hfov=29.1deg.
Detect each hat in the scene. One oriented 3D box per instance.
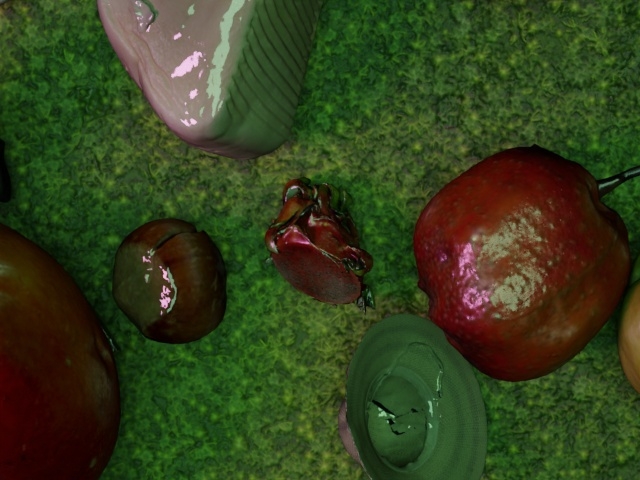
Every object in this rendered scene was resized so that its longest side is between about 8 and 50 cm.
[{"bbox_3d":[0.084,0.222,1.496,0.110,0.252,0.252,-20,93,44],"label":"hat"}]

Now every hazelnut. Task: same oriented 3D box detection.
[{"bbox_3d":[-0.178,0.050,1.489,0.143,0.143,0.154,-26,76,2],"label":"hazelnut"}]

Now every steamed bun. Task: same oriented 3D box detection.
[{"bbox_3d":[-0.119,-0.300,1.421,0.236,0.247,0.383,19,93,20],"label":"steamed bun"}]

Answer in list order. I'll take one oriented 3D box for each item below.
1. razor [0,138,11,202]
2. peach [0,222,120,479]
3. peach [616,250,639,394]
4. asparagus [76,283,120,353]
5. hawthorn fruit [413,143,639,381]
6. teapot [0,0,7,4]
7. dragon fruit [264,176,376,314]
[{"bbox_3d":[-0.469,-0.103,1.385,0.189,0.327,0.107,-9,75,0],"label":"razor"},{"bbox_3d":[-0.405,0.162,1.367,0.335,0.310,0.405,-23,118,-1],"label":"peach"},{"bbox_3d":[0.503,0.085,1.405,0.316,0.314,0.281,21,64,-10],"label":"peach"},{"bbox_3d":[-0.286,0.093,1.546,0.014,0.015,0.114,-34,90,36],"label":"asparagus"},{"bbox_3d":[0.257,0.007,1.416,0.300,0.254,0.254,-33,92,13],"label":"hawthorn fruit"},{"bbox_3d":[-0.407,-0.355,1.481,0.246,0.116,0.159,-1,80,3],"label":"teapot"},{"bbox_3d":[0.000,0.000,1.489,0.138,0.142,0.175,-12,69,35],"label":"dragon fruit"}]
